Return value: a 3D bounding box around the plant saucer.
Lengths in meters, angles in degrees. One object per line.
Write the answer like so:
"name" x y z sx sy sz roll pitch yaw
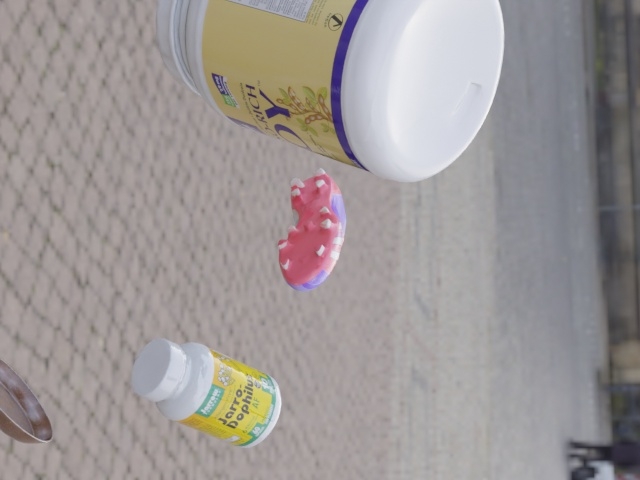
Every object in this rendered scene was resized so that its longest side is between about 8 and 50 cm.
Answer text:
"plant saucer" -0.419 0.207 1.719 0.168 0.029 0.168 50 2 -3

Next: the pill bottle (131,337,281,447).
"pill bottle" -0.166 0.216 1.888 0.208 0.118 0.117 30 53 -38

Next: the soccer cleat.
"soccer cleat" 0.000 0.000 1.641 0.095 0.083 0.248 60 15 -27

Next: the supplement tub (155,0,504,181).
"supplement tub" 0.005 -0.218 1.420 0.241 0.331 0.241 -25 126 -41
